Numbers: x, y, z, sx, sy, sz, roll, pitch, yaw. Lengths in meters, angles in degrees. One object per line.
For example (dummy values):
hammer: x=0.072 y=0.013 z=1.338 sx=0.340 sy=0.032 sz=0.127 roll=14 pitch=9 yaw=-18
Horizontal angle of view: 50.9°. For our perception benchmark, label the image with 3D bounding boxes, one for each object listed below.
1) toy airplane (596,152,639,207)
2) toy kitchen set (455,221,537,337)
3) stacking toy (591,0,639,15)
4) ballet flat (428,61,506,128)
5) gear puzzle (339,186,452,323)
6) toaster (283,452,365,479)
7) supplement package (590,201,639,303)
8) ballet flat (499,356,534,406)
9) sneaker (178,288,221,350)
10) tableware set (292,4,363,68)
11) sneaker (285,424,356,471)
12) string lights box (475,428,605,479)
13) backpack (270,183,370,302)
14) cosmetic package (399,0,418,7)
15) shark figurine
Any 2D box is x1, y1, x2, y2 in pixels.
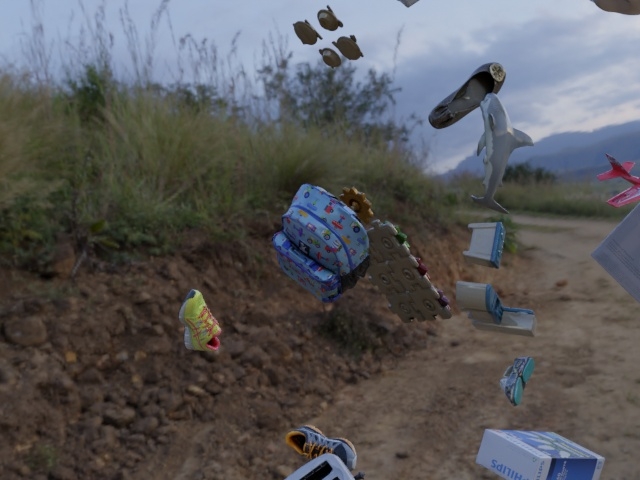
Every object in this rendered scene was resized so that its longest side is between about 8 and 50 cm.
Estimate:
toy airplane: x=0.497 y=-0.091 z=1.053 sx=0.151 sy=0.028 sz=0.151 roll=-10 pitch=41 yaw=9
toy kitchen set: x=0.359 y=0.079 z=1.323 sx=0.122 sy=0.166 sz=0.207 roll=5 pitch=-19 yaw=27
stacking toy: x=0.748 y=-0.800 z=1.530 sx=0.480 sy=0.350 sz=0.350 roll=-54 pitch=-15 yaw=14
ballet flat: x=0.364 y=-0.356 z=1.632 sx=0.250 sy=0.084 sz=0.058 roll=-37 pitch=1 yaw=-15
gear puzzle: x=0.143 y=0.028 z=1.410 sx=0.044 sy=0.339 sz=0.175 roll=-41 pitch=12 yaw=-31
toaster: x=-0.001 y=0.527 z=1.355 sx=0.227 sy=0.129 sz=0.146 roll=-31 pitch=-36 yaw=-13
supplement package: x=0.667 y=-0.026 z=1.201 sx=0.177 sy=0.175 sz=0.293 roll=-28 pitch=-24 yaw=-27
ballet flat: x=0.303 y=0.221 z=1.050 sx=0.041 sy=0.041 sz=0.114 roll=-14 pitch=16 yaw=36
sneaker: x=-0.290 y=0.201 z=1.665 sx=0.094 sy=0.209 sz=0.081 roll=15 pitch=48 yaw=15
tableware set: x=0.017 y=-0.451 z=1.509 sx=0.168 sy=0.141 sz=0.020 roll=-3 pitch=44 yaw=56
sneaker: x=-0.001 y=0.523 z=1.671 sx=0.214 sy=0.084 sz=0.083 roll=8 pitch=-3 yaw=44
string lights box: x=0.453 y=0.452 z=1.378 sx=0.259 sy=0.077 sz=0.133 roll=16 pitch=2 yaw=-40
backpack: x=0.000 y=0.000 z=1.077 sx=0.117 sy=0.158 sz=0.173 roll=-45 pitch=-19 yaw=-18
cosmetic package: x=0.174 y=-0.536 z=1.174 sx=0.183 sy=0.151 sz=0.151 roll=-33 pitch=33 yaw=8
shark figurine: x=0.410 y=-0.188 z=1.489 sx=0.116 sy=0.278 sz=0.166 roll=0 pitch=9 yaw=2
